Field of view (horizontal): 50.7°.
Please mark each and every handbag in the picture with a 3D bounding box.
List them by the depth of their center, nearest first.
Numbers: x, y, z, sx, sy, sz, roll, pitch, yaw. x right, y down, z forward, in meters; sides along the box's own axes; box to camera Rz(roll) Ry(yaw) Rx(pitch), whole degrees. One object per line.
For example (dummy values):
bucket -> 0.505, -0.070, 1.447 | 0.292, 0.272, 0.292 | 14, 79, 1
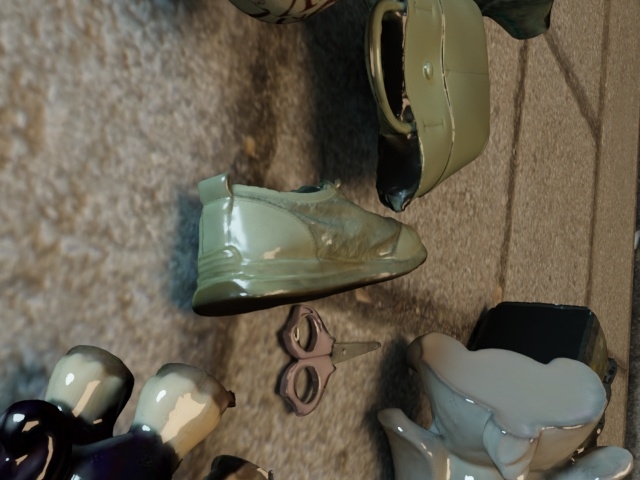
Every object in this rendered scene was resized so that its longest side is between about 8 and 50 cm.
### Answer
handbag -> 0.078, -0.156, 0.646 | 0.315, 0.109, 0.241 | -22, 106, -61

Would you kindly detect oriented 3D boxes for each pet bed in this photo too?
pet bed -> 0.312, 0.209, 0.965 | 0.211, 0.183, 0.159 | -52, 129, -43

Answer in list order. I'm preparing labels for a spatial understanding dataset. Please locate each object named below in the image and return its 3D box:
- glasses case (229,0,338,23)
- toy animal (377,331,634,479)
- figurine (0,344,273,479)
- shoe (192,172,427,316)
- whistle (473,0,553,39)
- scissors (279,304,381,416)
glasses case -> -0.083, -0.297, 0.391 | 0.137, 0.085, 0.354 | -46, 113, -29
toy animal -> 0.182, 0.265, 0.761 | 0.206, 0.272, 0.265 | -79, -178, -68
figurine -> -0.141, 0.231, 0.269 | 0.412, 0.241, 0.306 | -47, 154, -69
shoe -> 0.000, 0.000, 0.565 | 0.275, 0.103, 0.098 | -2, 80, -58
whistle -> 0.172, -0.394, 0.766 | 0.405, 0.168, 0.188 | 22, 71, -50
scissors -> 0.017, 0.111, 0.666 | 0.189, 0.015, 0.100 | 6, 83, -58
